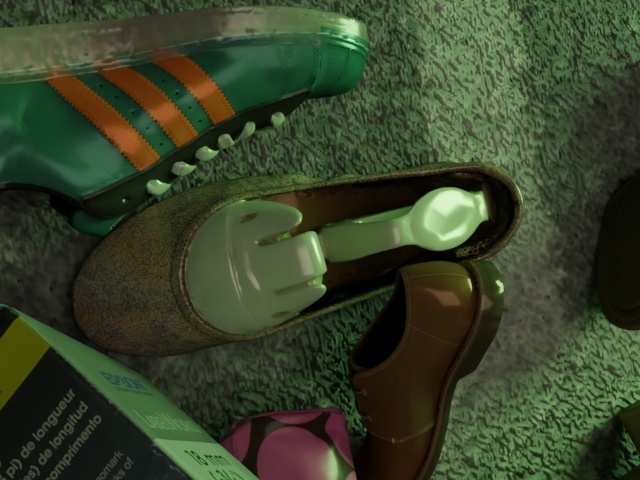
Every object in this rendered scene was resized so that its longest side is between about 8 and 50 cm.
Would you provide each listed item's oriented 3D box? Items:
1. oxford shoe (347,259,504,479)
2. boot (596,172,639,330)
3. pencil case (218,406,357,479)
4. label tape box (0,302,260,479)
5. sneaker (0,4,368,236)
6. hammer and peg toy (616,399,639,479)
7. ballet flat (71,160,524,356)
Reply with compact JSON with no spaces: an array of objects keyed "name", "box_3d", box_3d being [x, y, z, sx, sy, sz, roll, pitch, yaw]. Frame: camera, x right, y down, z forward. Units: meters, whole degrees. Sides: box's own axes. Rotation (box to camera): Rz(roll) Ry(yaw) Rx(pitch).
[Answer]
[{"name":"oxford shoe","box_3d":[0.047,0.100,0.637,0.076,0.076,0.212,6,119,-19]},{"name":"boot","box_3d":[0.361,-0.014,0.818,0.220,0.109,0.283,34,69,-27]},{"name":"pencil case","box_3d":[-0.018,0.208,0.585,0.098,0.095,0.209,5,59,-22]},{"name":"label tape box","box_3d":[-0.147,0.190,0.496,0.334,0.106,0.240,38,90,19]},{"name":"sneaker","box_3d":[-0.109,-0.068,0.571,0.302,0.108,0.121,-10,96,-18]},{"name":"hammer and peg toy","box_3d":[0.203,0.217,0.642,0.361,0.266,0.127,-24,82,-25]},{"name":"ballet flat","box_3d":[0.000,0.000,0.621,0.316,0.106,0.107,-18,98,-25]}]
